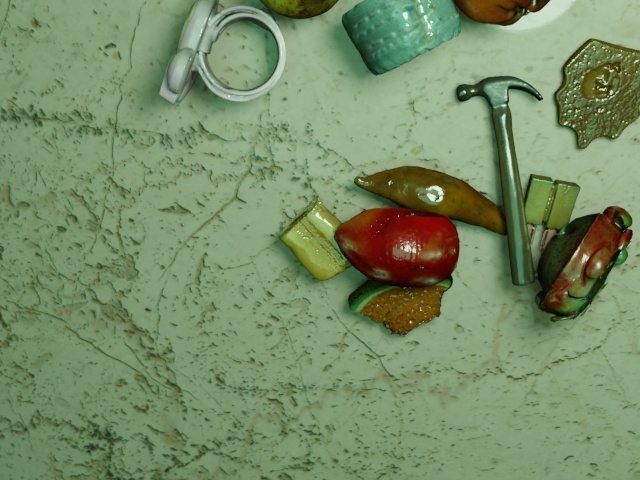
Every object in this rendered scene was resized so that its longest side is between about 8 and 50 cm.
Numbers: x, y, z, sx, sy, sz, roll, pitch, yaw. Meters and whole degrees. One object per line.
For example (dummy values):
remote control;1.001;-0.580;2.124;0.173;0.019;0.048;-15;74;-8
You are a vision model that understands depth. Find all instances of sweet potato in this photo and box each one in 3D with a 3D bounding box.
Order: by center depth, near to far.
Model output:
sweet potato;0.248;-0.096;1.420;0.359;0.112;0.112;13;109;0

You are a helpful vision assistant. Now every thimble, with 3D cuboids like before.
thimble;0.159;-0.419;1.265;0.198;0.235;0.143;-32;101;-13

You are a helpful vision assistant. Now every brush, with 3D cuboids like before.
brush;0.482;-0.022;1.442;0.103;0.047;0.233;12;110;5

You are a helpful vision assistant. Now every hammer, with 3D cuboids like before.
hammer;0.396;-0.123;1.380;0.168;0.044;0.439;-7;96;16

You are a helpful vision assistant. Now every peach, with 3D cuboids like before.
peach;0.164;0.012;1.386;0.267;0.154;0.158;12;65;-5

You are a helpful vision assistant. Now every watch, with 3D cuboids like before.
watch;-0.188;-0.369;1.361;0.217;0.211;0.248;22;101;-8

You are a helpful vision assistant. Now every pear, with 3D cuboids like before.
pear;-0.050;-0.530;1.278;0.197;0.197;0.197;2;108;8

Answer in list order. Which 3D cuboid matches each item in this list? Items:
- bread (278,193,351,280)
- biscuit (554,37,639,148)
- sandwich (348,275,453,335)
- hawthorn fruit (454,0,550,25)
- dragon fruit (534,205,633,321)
bread;0.000;0.000;1.498;0.134;0.085;0.173;-39;98;10
biscuit;0.571;-0.292;1.347;0.182;0.034;0.215;16;112;4
sandwich;0.196;0.125;1.522;0.235;0.079;0.159;-31;111;20
hawthorn fruit;0.340;-0.540;1.217;0.224;0.224;0.260;-17;89;13
dragon fruit;0.538;0.052;1.360;0.130;0.295;0.268;32;121;27
